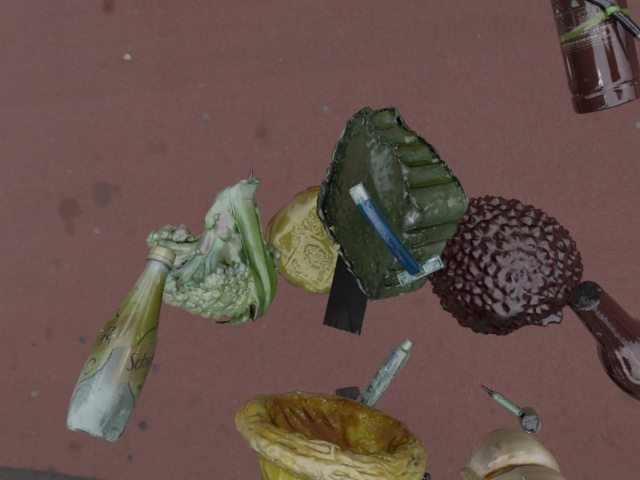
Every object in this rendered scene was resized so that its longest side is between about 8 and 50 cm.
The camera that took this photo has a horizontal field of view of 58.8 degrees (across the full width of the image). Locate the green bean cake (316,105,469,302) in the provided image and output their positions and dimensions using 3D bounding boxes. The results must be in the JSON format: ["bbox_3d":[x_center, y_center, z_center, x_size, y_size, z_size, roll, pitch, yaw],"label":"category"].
[{"bbox_3d":[0.109,-0.062,0.926,0.255,0.131,0.241,107,145,-44],"label":"green bean cake"}]

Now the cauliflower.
[{"bbox_3d":[-0.171,0.010,1.028,0.238,0.256,0.316,24,105,49],"label":"cauliflower"}]

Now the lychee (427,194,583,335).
[{"bbox_3d":[0.391,0.055,1.217,0.306,0.306,0.330,-40,83,13],"label":"lychee"}]

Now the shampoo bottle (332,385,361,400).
[{"bbox_3d":[0.096,0.539,1.596,0.079,0.080,0.246,-3,49,-16],"label":"shampoo bottle"}]

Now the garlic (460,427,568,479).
[{"bbox_3d":[0.503,0.612,1.369,0.312,0.286,0.250,27,88,-10],"label":"garlic"}]

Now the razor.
[{"bbox_3d":[0.094,-0.002,0.738,0.068,0.191,0.037,-28,40,17],"label":"razor"}]

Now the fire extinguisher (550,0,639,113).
[{"bbox_3d":[0.377,-0.356,0.784,0.141,0.105,0.342,-5,108,46],"label":"fire extinguisher"}]

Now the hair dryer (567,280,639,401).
[{"bbox_3d":[0.595,0.180,0.884,0.340,0.312,0.123,0,53,53],"label":"hair dryer"}]

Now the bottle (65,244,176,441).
[{"bbox_3d":[-0.262,0.131,0.781,0.083,0.083,0.270,9,67,17],"label":"bottle"}]

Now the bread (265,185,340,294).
[{"bbox_3d":[0.000,0.000,1.402,0.269,0.148,0.270,-1,96,-8],"label":"bread"}]

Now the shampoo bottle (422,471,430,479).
[{"bbox_3d":[0.180,0.506,1.167,0.027,0.137,0.048,-26,73,42],"label":"shampoo bottle"}]

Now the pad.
[{"bbox_3d":[0.062,0.092,1.175,0.127,0.004,0.190,6,83,54],"label":"pad"}]

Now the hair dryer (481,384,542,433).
[{"bbox_3d":[0.430,0.373,1.287,0.150,0.071,0.047,37,93,13],"label":"hair dryer"}]

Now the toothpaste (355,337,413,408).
[{"bbox_3d":[0.144,0.317,1.306,0.218,0.041,0.064,-56,31,6],"label":"toothpaste"}]

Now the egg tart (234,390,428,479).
[{"bbox_3d":[0.018,0.406,1.077,0.387,0.388,0.169,16,92,17],"label":"egg tart"}]
